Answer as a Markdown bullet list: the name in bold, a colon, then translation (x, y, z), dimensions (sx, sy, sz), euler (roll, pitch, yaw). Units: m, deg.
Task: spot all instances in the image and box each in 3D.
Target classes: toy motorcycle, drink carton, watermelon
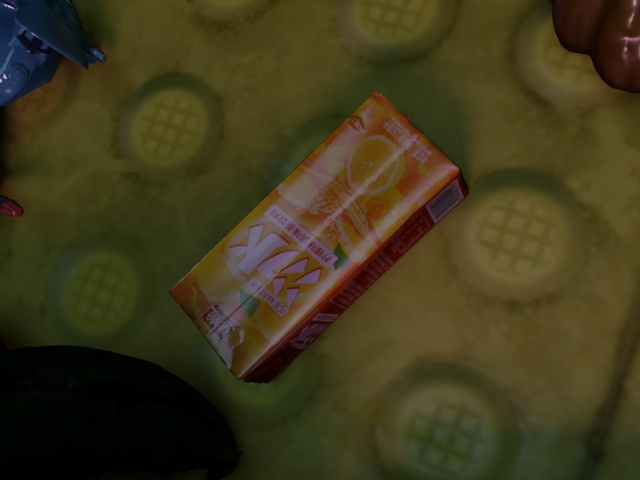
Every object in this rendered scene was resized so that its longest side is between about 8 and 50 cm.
- **toy motorcycle**: translation (-0.302, -0.135, 0.664), dimensions (0.182, 0.124, 0.272), euler (18, 80, 41)
- **drink carton**: translation (0.000, 0.000, 0.565), dimensions (0.223, 0.071, 0.096), euler (-44, 71, 3)
- **watermelon**: translation (-0.203, 0.154, 0.514), dimensions (0.301, 0.129, 0.123), euler (-7, 45, -12)

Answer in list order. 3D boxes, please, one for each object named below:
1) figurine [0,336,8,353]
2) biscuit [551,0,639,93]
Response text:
- **figurine**: translation (-0.352, 0.124, 0.601), dimensions (0.276, 0.161, 0.158), euler (8, 104, 19)
- **biscuit**: translation (0.317, -0.239, 0.517), dimensions (0.326, 0.107, 0.325), euler (-4, 78, 18)
